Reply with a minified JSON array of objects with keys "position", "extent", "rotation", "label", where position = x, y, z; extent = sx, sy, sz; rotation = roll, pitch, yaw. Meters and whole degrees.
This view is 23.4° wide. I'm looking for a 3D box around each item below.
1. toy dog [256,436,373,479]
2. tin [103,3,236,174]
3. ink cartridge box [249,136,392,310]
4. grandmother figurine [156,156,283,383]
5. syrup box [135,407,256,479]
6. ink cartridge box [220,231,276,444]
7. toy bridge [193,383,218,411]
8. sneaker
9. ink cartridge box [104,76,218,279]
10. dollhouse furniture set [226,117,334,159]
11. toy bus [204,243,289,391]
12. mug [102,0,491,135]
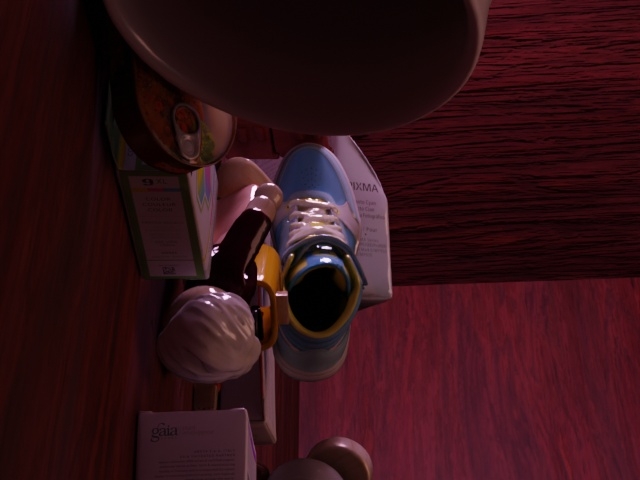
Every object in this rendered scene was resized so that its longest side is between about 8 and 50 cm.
[{"position":[-0.063,0.372,1.781],"extent":[0.220,0.161,0.333],"rotation":[51,60,-82],"label":"toy dog"},{"position":[-0.118,-0.143,1.205],"extent":[0.106,0.040,0.189],"rotation":[9,68,-43],"label":"tin"},{"position":[-0.014,-0.073,2.261],"extent":[0.308,0.091,0.385],"rotation":[-25,-118,59],"label":"ink cartridge box"},{"position":[-0.099,0.041,1.463],"extent":[0.342,0.104,0.207],"rotation":[-86,-168,-71],"label":"grandmother figurine"},{"position":[-0.102,0.261,1.261],"extent":[0.096,0.093,0.236],"rotation":[84,4,-58],"label":"syrup box"},{"position":[-0.097,0.092,1.986],"extent":[0.261,0.066,0.296],"rotation":[82,6,-70],"label":"ink cartridge box"},{"position":[-0.121,0.230,1.745],"extent":[0.188,0.026,0.063],"rotation":[85,6,-58],"label":"toy bridge"},{"position":[0.000,0.000,1.924],"extent":[0.208,0.127,0.319],"rotation":[104,-16,-70],"label":"sneaker"},{"position":[-0.129,-0.069,1.283],"extent":[0.209,0.062,0.109],"rotation":[84,6,-53],"label":"ink cartridge box"},{"position":[-0.067,-0.268,1.964],"extent":[0.374,0.152,0.201],"rotation":[83,5,-67],"label":"dollhouse furniture set"},{"position":[-0.087,0.076,1.732],"extent":[0.191,0.104,0.202],"rotation":[83,5,-66],"label":"toy bus"},{"position":[-0.028,-0.312,1.137],"extent":[0.276,0.374,0.328],"rotation":[-26,-139,46],"label":"mug"}]
